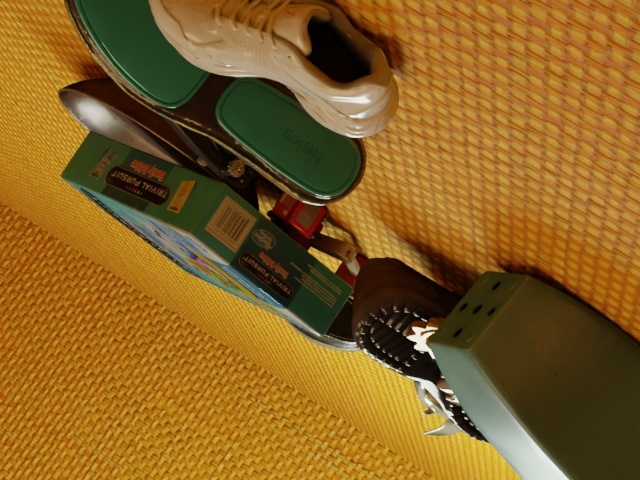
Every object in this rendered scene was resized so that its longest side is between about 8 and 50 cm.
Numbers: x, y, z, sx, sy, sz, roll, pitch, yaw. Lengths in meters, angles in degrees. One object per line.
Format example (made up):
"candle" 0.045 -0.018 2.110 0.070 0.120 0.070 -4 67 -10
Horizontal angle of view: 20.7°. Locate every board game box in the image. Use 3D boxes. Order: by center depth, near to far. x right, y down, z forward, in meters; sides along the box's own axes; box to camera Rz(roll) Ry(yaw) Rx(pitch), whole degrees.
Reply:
"board game box" -0.150 -0.011 2.240 0.254 0.079 0.336 40 169 -36

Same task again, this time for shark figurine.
"shark figurine" 0.176 0.184 2.379 0.166 0.116 0.278 -15 150 30

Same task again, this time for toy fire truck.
"toy fire truck" 0.000 0.000 2.202 0.135 0.047 0.192 33 169 5

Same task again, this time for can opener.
"can opener" -0.138 -0.125 2.025 0.073 0.059 0.186 22 165 50

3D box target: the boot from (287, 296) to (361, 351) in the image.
"boot" -0.033 0.065 2.496 0.236 0.085 0.178 31 167 18

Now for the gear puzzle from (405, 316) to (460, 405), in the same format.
"gear puzzle" 0.234 0.163 2.030 0.339 0.044 0.175 29 148 -25

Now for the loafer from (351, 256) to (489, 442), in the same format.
"loafer" 0.170 0.121 2.113 0.366 0.134 0.130 40 -155 -39

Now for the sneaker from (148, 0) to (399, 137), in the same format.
"sneaker" -0.034 -0.177 1.456 0.232 0.090 0.115 24 162 3

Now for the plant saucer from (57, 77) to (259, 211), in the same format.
"plant saucer" -0.198 -0.119 2.263 0.310 0.050 0.310 34 169 7

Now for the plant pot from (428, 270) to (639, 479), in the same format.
"plant pot" 0.241 0.148 1.856 0.234 0.165 0.165 45 167 -16

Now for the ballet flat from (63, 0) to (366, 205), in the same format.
"ballet flat" -0.105 -0.158 1.668 0.348 0.123 0.123 37 169 -16
